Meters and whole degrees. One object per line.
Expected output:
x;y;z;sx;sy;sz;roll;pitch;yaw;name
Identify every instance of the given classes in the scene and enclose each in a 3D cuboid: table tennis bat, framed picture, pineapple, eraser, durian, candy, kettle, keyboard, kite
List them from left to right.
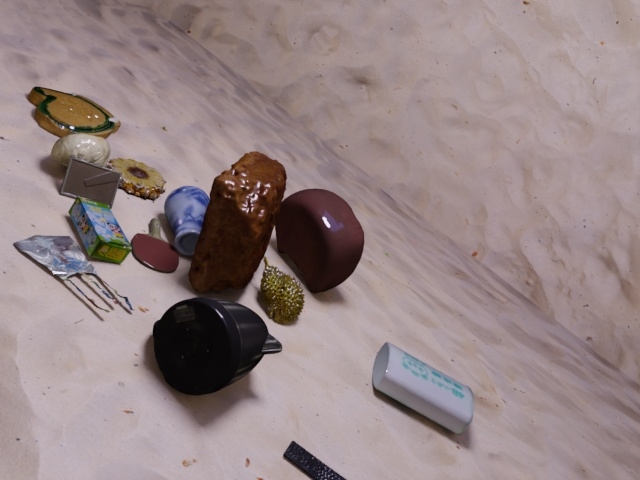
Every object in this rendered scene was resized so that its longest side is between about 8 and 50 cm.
-0.579;0.077;1.637;0.310;0.015;0.169;38;20;23;kite
-0.641;-0.161;1.949;0.149;0.109;0.011;19;-4;-33;framed picture
-0.570;-0.027;1.798;0.097;0.062;0.194;18;26;-48;candy
-0.581;-0.204;2.200;0.221;0.047;0.221;27;21;-11;pineapple
-0.461;0.011;1.943;0.138;0.022;0.247;23;25;-25;table tennis bat
-0.232;0.236;1.591;0.271;0.250;0.208;3;65;-63;kettle
-0.107;0.132;2.007;0.146;0.102;0.208;-7;64;-55;durian
0.011;0.512;1.518;0.204;0.013;0.061;35;21;7;keyboard
0.294;0.421;1.992;0.289;0.104;0.189;30;25;-6;eraser

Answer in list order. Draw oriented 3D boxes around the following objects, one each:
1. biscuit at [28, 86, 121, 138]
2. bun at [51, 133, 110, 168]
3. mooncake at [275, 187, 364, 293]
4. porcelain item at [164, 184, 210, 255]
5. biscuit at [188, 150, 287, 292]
-0.831;-0.430;2.325;0.287;0.057;0.344;32;21;-1;biscuit
-0.692;-0.246;2.013;0.163;0.111;0.188;1;-2;-22;bun
0.000;0.000;2.257;0.174;0.334;0.325;-16;18;-38;mooncake
-0.391;-0.067;2.056;0.141;0.141;0.259;21;31;-27;porcelain item
-0.218;-0.052;1.966;0.166;0.343;0.395;22;22;1;biscuit
